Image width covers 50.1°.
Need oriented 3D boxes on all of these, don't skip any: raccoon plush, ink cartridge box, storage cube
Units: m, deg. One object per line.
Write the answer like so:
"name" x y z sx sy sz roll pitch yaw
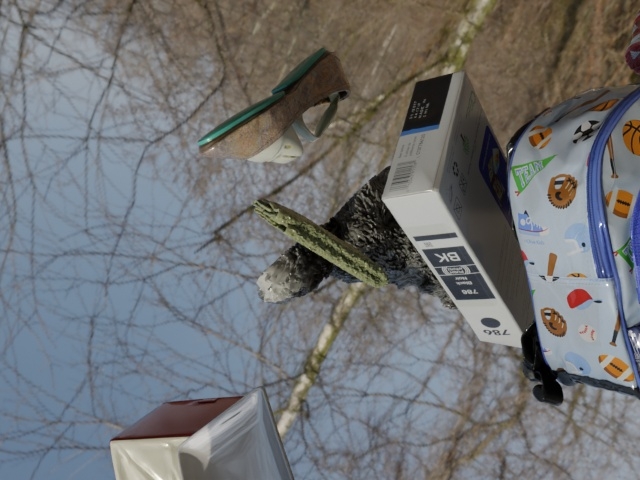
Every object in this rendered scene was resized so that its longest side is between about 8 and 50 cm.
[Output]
"raccoon plush" 0.126 0.075 1.267 0.299 0.216 0.446 44 -117 10
"ink cartridge box" 0.180 -0.007 0.754 0.065 0.165 0.332 -8 138 34
"storage cube" -0.185 0.356 1.053 0.215 0.183 0.193 -6 -178 11

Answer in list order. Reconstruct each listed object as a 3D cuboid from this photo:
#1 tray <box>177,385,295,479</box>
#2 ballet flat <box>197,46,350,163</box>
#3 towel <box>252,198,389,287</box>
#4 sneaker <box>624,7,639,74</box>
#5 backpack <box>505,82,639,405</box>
"tray" -0.070 0.302 0.722 0.030 0.145 0.270 34 -157 -45
"ballet flat" -0.048 -0.180 1.013 0.316 0.108 0.106 -46 -69 -36
"towel" 0.000 0.000 0.729 0.148 0.027 0.110 32 -179 -25
"sneaker" 0.465 -0.231 0.773 0.221 0.128 0.087 19 163 -3
"backpack" 0.297 -0.014 0.625 0.276 0.263 0.213 -32 -168 -32
